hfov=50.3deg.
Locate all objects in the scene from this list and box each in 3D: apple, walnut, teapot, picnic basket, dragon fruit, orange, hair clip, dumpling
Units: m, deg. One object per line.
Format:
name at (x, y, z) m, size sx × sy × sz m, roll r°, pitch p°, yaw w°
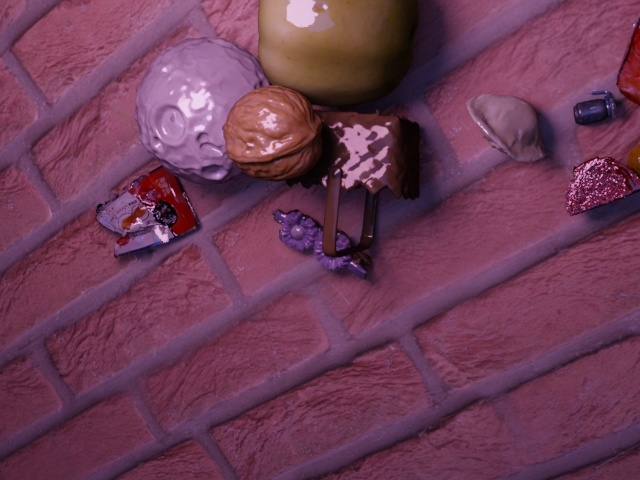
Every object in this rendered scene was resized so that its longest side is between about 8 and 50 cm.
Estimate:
apple at (0.033, -0.450, 1.421) m, size 0.356 × 0.357 × 0.358 m, roll 4°, pitch 105°, yaw 16°
walnut at (-0.090, -0.214, 1.380) m, size 0.213 × 0.213 × 0.214 m, roll 4°, pitch 105°, yaw 16°
teapot at (0.586, -0.282, 1.462) m, size 0.083 × 0.064 × 0.049 m, roll -10°, pitch 132°, yaw 16°
picnic basket at (0.073, -0.131, 1.536) m, size 0.291 × 0.254 × 0.321 m, roll 7°, pitch 99°, yaw 21°
dragon fruit at (0.605, -0.127, 1.478) m, size 0.162 × 0.083 × 0.107 m, roll -25°, pitch 82°, yaw 33°
orange at (0.698, -0.164, 1.435) m, size 0.094 × 0.085 × 0.085 m, roll 12°, pitch 107°, yaw 3°
hair clip at (0.000, 0.000, 1.687) m, size 0.292 × 0.084 × 0.106 m, roll 29°, pitch 121°, yaw 12°
dumpling at (0.400, -0.237, 1.468) m, size 0.180 × 0.155 × 0.111 m, roll 5°, pitch 135°, yaw 7°

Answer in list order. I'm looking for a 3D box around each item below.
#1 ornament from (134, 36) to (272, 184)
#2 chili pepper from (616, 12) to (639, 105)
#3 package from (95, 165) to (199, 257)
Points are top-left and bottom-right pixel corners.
ornament at (-0.261, -0.294, 1.565) m, size 0.336 × 0.337 × 0.338 m, roll 4°, pitch 105°, yaw 16°
chili pepper at (0.751, -0.334, 1.330) m, size 0.305 × 0.229 × 0.251 m, roll 33°, pitch 149°, yaw 20°
package at (-0.468, -0.067, 1.819) m, size 0.269 × 0.071 × 0.194 m, roll -29°, pitch 97°, yaw 8°
